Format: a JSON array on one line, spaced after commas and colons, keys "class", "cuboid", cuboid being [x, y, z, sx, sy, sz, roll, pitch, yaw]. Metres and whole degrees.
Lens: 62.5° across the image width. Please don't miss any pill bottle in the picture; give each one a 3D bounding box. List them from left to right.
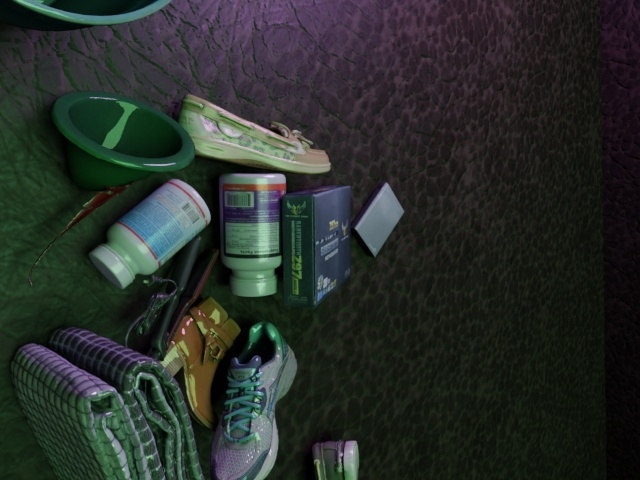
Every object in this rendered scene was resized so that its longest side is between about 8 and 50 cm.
[{"class": "pill bottle", "cuboid": [-0.240, -0.009, 0.745, 0.160, 0.087, 0.087, -46, 125, -29]}, {"class": "pill bottle", "cuboid": [-0.109, -0.012, 0.855, 0.108, 0.108, 0.193, -8, 102, -43]}]

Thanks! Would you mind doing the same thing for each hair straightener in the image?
[{"class": "hair straightener", "cuboid": [-0.234, 0.087, 0.774, 0.089, 0.047, 0.230, 45, 58, -37]}]

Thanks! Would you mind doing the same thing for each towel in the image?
[{"class": "towel", "cuboid": [-0.255, 0.256, 0.673, 0.121, 0.235, 0.283, -33, 118, -42]}]

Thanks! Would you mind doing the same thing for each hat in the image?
[{"class": "hat", "cuboid": [-0.296, -0.078, 0.711, 0.208, 0.173, 0.183, -8, 138, -49]}]

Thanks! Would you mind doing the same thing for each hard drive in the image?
[{"class": "hard drive", "cuboid": [0.122, -0.044, 1.129, 0.135, 0.022, 0.094, -54, 129, -23]}]

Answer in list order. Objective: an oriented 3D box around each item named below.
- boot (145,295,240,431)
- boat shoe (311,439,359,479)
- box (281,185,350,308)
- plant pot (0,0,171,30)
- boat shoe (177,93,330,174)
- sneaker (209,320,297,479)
[{"class": "boot", "cuboid": [-0.180, 0.200, 0.848, 0.152, 0.073, 0.197, -50, 131, -34]}, {"class": "boat shoe", "cuboid": [0.033, 0.552, 1.090, 0.109, 0.091, 0.305, -55, 144, -73]}, {"class": "box", "cuboid": [0.000, 0.000, 0.927, 0.233, 0.059, 0.183, -27, 117, -71]}, {"class": "plant pot", "cuboid": [-0.297, -0.334, 0.524, 0.272, 0.255, 0.271, -7, 101, -43]}, {"class": "boat shoe", "cuboid": [-0.094, -0.160, 0.849, 0.285, 0.105, 0.089, 3, 97, -43]}, {"class": "sneaker", "cuboid": [-0.119, 0.249, 0.830, 0.283, 0.110, 0.122, -77, 159, -49]}]
